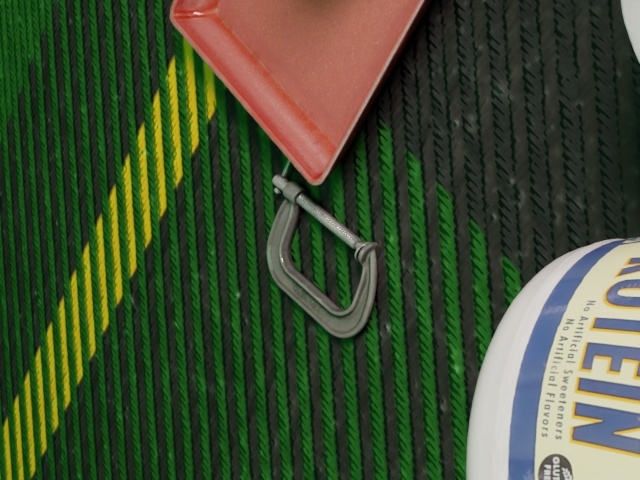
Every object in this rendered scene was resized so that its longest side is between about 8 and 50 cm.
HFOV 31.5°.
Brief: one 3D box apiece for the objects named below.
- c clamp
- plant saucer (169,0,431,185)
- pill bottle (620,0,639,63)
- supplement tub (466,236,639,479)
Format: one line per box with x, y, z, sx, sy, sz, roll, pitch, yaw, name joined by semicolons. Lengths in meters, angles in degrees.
0.000;0.000;0.971;0.161;0.022;0.137;46;123;34;c clamp
-0.002;-0.222;0.942;0.258;0.047;0.259;50;125;31;plant saucer
0.304;-0.160;0.544;0.301;0.169;0.169;-29;72;43;pill bottle
0.248;0.098;0.457;0.325;0.235;0.235;-11;85;46;supplement tub
